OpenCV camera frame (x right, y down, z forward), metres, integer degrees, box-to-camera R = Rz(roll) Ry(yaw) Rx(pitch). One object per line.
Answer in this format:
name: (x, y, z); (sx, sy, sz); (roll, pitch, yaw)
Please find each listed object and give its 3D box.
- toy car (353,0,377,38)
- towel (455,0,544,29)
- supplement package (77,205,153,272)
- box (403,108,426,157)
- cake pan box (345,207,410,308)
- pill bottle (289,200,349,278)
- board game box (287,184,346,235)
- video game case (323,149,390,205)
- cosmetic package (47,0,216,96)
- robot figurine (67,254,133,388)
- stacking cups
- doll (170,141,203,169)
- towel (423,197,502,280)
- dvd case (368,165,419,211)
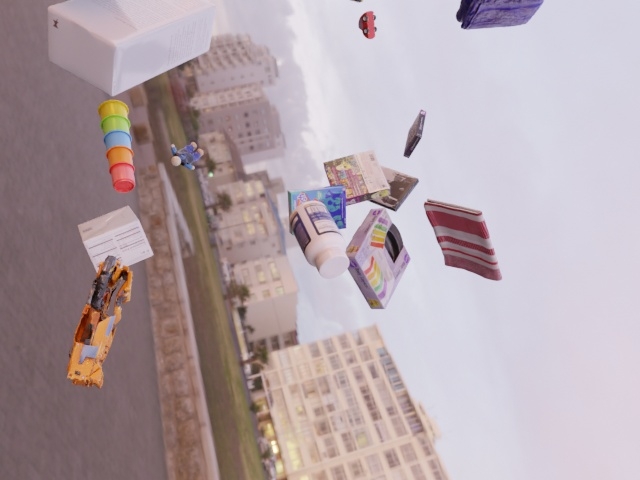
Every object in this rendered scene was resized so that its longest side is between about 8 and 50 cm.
toy car: (0.171, -0.885, 2.177); (0.053, 0.225, 0.239); (13, -28, 37)
towel: (0.503, -0.655, 1.650); (0.308, 0.227, 0.076); (-11, 104, -86)
supplement package: (-0.753, -0.002, 2.196); (0.262, 0.204, 0.145); (30, -39, 61)
box: (0.360, -0.406, 2.287); (0.116, 0.029, 0.162); (118, -7, -50)
cake pan box: (0.196, 0.058, 2.037); (0.070, 0.267, 0.246); (-2, -51, 38)
pill bottle: (0.000, 0.000, 1.313); (0.094, 0.094, 0.169); (87, -18, -47)
board game box: (-0.011, -0.111, 2.175); (0.047, 0.210, 0.160); (-139, -136, -65)
video game case: (0.137, -0.240, 2.314); (0.042, 0.210, 0.232); (79, -5, -50)
cosmetic package: (-0.526, -0.601, 1.728); (0.230, 0.453, 0.162); (30, -49, 10)
robot figurine: (-0.488, 0.177, 1.345); (0.211, 0.085, 0.291); (135, -31, -65)
stacking cups: (-0.628, -0.287, 1.845); (0.096, 0.095, 0.316); (92, -15, -58)
doll: (-0.537, -0.334, 2.368); (0.129, 0.046, 0.189); (45, 28, -7)
towel: (0.501, 0.001, 2.114); (0.237, 0.037, 0.329); (18, -33, 44)
dvd case: (0.266, -0.227, 2.522); (0.238, 0.179, 0.030); (25, -24, 34)
